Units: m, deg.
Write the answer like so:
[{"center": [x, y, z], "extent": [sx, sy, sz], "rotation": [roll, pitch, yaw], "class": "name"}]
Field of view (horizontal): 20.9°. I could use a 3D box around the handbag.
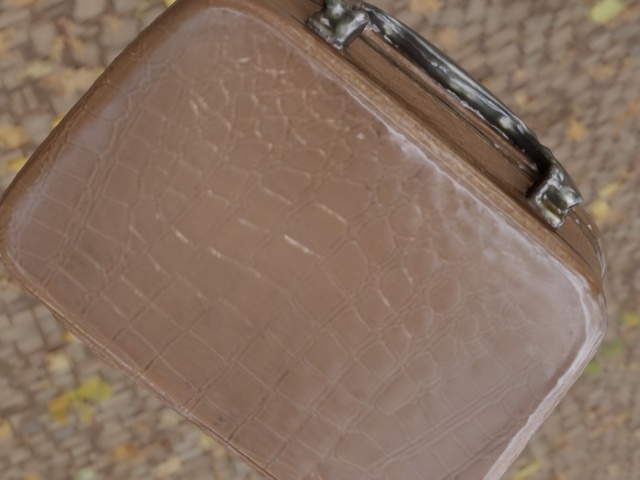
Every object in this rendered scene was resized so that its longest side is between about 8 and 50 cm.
[{"center": [0.000, 0.000, 0.594], "extent": [0.151, 0.193, 0.072], "rotation": [-52, -177, 20], "class": "handbag"}]
